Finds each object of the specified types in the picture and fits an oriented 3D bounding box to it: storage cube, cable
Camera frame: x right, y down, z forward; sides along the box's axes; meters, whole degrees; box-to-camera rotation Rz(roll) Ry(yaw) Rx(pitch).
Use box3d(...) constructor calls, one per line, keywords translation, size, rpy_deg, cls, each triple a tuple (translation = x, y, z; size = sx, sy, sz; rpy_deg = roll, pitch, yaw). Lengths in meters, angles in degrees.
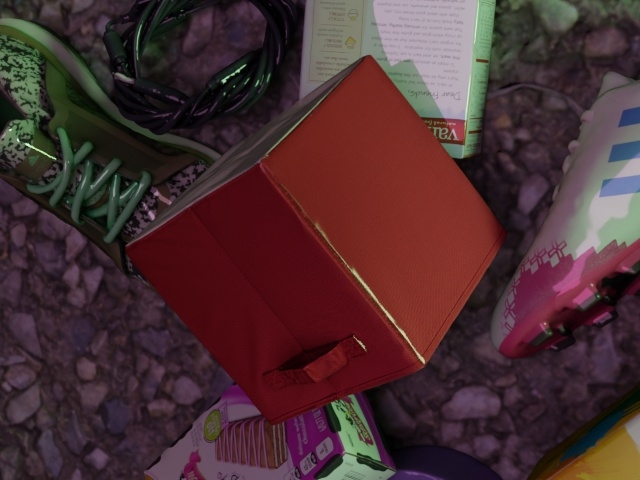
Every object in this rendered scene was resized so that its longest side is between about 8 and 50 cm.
box3d(translation=(0.000, 0.000, 0.908), size=(0.184, 0.215, 0.193), rpy_deg=(-28, 106, 43), cls="storage cube")
box3d(translation=(-0.108, -0.176, 1.025), size=(0.185, 0.047, 0.150), rpy_deg=(-16, 65, 8), cls="cable")

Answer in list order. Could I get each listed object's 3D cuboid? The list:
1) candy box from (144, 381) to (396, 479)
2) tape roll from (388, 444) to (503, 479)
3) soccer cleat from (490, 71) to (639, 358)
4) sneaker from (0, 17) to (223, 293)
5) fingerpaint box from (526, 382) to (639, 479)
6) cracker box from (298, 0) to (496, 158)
box3d(translation=(-0.055, 0.211, 1.025), size=(0.233, 0.071, 0.159), rpy_deg=(-47, 40, 20), cls="candy box")
box3d(translation=(0.092, 0.286, 1.014), size=(0.189, 0.080, 0.188), rpy_deg=(3, 97, 22), cls="tape roll")
box3d(translation=(0.243, -0.047, 0.908), size=(0.331, 0.116, 0.143), rpy_deg=(-46, 64, 18), cls="soccer cleat")
box3d(translation=(-0.229, -0.062, 1.043), size=(0.410, 0.182, 0.158), rpy_deg=(35, 108, 14), cls="sneaker")
box3d(translation=(0.427, 0.254, 0.832), size=(0.371, 0.163, 0.445), rpy_deg=(-43, 80, 20), cls="fingerpaint box")
box3d(translation=(0.068, -0.192, 0.970), size=(0.156, 0.067, 0.232), rpy_deg=(8, 99, 21), cls="cracker box")
